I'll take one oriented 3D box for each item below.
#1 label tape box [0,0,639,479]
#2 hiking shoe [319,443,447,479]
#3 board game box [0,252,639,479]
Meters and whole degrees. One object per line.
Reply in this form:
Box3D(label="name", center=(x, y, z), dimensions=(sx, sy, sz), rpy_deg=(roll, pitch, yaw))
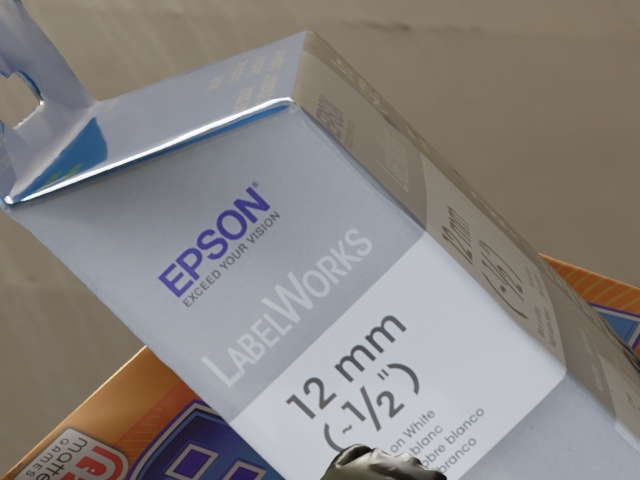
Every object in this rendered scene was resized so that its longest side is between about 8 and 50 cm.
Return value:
Box3D(label="label tape box", center=(0.000, 0.000, 0.809), dimensions=(0.347, 0.115, 0.249), rpy_deg=(46, -171, -8))
Box3D(label="hiking shoe", center=(0.034, 0.128, 0.469), dimensions=(0.114, 0.086, 0.227), rpy_deg=(-43, -160, -15))
Box3D(label="board game box", center=(0.061, 0.239, 1.291), dimensions=(0.357, 0.356, 0.356), rpy_deg=(20, -134, 30))
